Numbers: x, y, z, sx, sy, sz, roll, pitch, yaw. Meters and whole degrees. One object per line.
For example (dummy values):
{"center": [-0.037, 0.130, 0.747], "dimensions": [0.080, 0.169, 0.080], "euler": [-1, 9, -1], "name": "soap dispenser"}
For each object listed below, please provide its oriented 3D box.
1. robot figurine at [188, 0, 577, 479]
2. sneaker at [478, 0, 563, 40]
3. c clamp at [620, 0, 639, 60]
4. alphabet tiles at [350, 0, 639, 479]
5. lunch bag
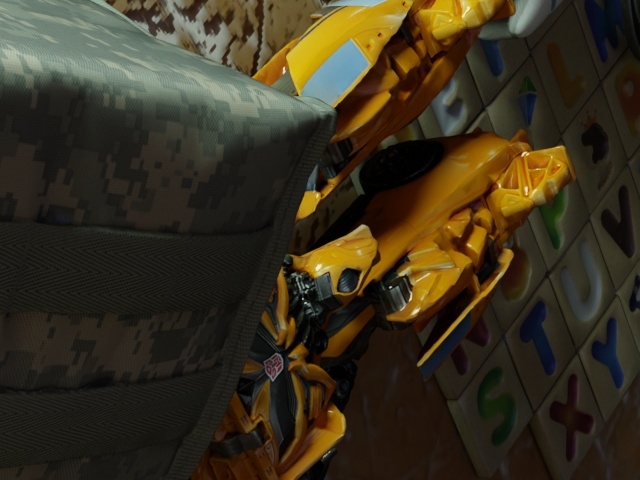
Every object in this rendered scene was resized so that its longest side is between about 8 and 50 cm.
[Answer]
{"center": [0.000, 0.000, 0.901], "dimensions": [0.291, 0.085, 0.211], "euler": [-47, 125, -35], "name": "robot figurine"}
{"center": [0.059, -0.215, 0.960], "dimensions": [0.297, 0.111, 0.129], "euler": [43, 67, -35], "name": "sneaker"}
{"center": [0.211, -0.189, 1.218], "dimensions": [0.161, 0.022, 0.137], "euler": [-49, 134, -48], "name": "c clamp"}
{"center": [0.122, -0.044, 1.122], "dimensions": [0.285, 0.011, 0.342], "euler": [-49, 126, -39], "name": "alphabet tiles"}
{"center": [-0.154, 0.055, 0.635], "dimensions": [0.235, 0.169, 0.287], "euler": [5, 110, -57], "name": "lunch bag"}
